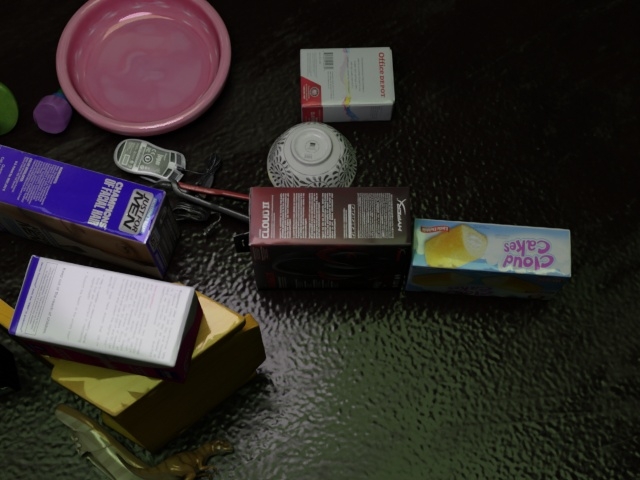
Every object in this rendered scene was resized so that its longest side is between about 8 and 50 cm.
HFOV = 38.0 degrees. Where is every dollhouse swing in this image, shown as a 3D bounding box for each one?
[{"bbox_3d":[-0.305,0.143,1.465,0.315,0.347,0.305,-37,73,-13],"label":"dollhouse swing"}]

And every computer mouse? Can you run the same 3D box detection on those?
[{"bbox_3d":[-0.289,-0.139,1.738,0.193,0.042,0.106,18,75,1],"label":"computer mouse"}]

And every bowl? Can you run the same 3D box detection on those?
[{"bbox_3d":[-0.017,-0.159,1.723,0.170,0.080,0.170,0,68,1],"label":"bowl"}]

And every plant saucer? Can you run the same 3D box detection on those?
[{"bbox_3d":[-0.334,-0.341,1.791,0.332,0.084,0.332,0,70,1],"label":"plant saucer"}]

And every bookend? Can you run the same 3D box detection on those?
[{"bbox_3d":[-0.600,0.222,1.536,0.156,0.157,0.072,-17,70,-7],"label":"bookend"}]

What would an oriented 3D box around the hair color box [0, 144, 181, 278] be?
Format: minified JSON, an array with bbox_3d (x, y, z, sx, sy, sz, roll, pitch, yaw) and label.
[{"bbox_3d":[-0.429,-0.051,1.626,0.339,0.185,0.110,14,70,6],"label":"hair color box"}]

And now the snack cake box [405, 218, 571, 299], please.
[{"bbox_3d":[0.284,0.036,1.609,0.264,0.152,0.089,4,70,2],"label":"snack cake box"}]

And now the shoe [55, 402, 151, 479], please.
[{"bbox_3d":[-0.360,0.348,1.530,0.219,0.076,0.058,36,67,10],"label":"shoe"}]

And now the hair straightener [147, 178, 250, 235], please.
[{"bbox_3d":[-0.206,-0.055,1.680,0.231,0.047,0.089,13,85,-3],"label":"hair straightener"}]

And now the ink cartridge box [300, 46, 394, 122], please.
[{"bbox_3d":[0.050,-0.296,1.778,0.175,0.072,0.127,-1,69,0],"label":"ink cartridge box"}]

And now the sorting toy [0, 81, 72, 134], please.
[{"bbox_3d":[-0.646,-0.288,1.780,0.366,0.127,0.126,8,40,0],"label":"sorting toy"}]

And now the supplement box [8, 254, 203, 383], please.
[{"bbox_3d":[-0.278,0.106,1.232,0.220,0.111,0.113,10,70,4],"label":"supplement box"}]

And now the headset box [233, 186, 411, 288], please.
[{"bbox_3d":[0.000,0.000,1.588,0.293,0.218,0.110,0,67,-1],"label":"headset box"}]

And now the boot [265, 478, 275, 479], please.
[{"bbox_3d":[-0.172,0.446,1.434,0.203,0.095,0.262,26,113,13],"label":"boot"}]

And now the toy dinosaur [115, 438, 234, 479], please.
[{"bbox_3d":[-0.239,0.376,1.510,0.212,0.064,0.112,-8,82,-40],"label":"toy dinosaur"}]
